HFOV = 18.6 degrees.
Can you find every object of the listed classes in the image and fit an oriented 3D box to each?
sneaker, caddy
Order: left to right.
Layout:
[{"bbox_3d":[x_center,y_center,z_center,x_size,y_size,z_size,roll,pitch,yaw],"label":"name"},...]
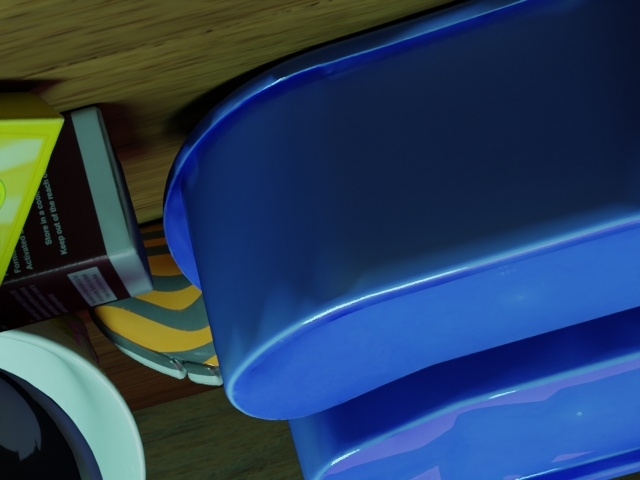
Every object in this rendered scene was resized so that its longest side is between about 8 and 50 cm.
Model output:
[{"bbox_3d":[0.000,0.000,1.146,0.321,0.124,0.180,0,150,13],"label":"sneaker"},{"bbox_3d":[0.095,-0.008,0.921,0.341,0.179,0.241,-16,145,12],"label":"caddy"}]

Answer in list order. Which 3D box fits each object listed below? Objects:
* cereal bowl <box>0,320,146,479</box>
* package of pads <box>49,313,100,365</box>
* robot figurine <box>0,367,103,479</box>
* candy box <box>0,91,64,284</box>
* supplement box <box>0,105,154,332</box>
[{"bbox_3d":[-0.284,0.162,1.206,0.339,0.141,0.339,-21,131,-25],"label":"cereal bowl"},{"bbox_3d":[-0.286,0.119,1.448,0.229,0.101,0.296,-15,174,2],"label":"package of pads"},{"bbox_3d":[-0.199,0.125,0.836,0.173,0.209,0.278,-41,164,9],"label":"robot figurine"},{"bbox_3d":[-0.192,-0.006,0.732,0.206,0.027,0.105,-7,125,-52],"label":"candy box"},{"bbox_3d":[-0.204,0.014,0.903,0.239,0.073,0.130,-16,171,-4],"label":"supplement box"}]
